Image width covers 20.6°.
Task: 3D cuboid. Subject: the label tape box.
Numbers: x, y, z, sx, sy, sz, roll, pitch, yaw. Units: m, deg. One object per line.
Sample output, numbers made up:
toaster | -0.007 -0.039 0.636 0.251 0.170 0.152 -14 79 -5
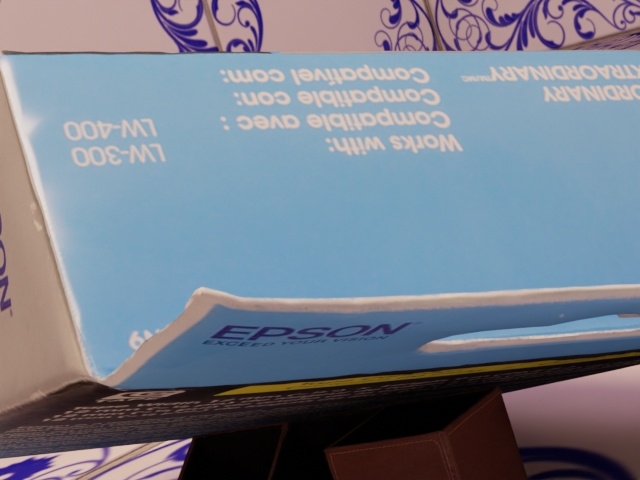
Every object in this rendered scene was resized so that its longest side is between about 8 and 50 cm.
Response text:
label tape box | 0.000 0.000 0.589 0.249 0.115 0.348 -3 -11 -27

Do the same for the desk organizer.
desk organizer | 0.003 0.087 0.578 0.130 0.050 0.047 -13 8 33
